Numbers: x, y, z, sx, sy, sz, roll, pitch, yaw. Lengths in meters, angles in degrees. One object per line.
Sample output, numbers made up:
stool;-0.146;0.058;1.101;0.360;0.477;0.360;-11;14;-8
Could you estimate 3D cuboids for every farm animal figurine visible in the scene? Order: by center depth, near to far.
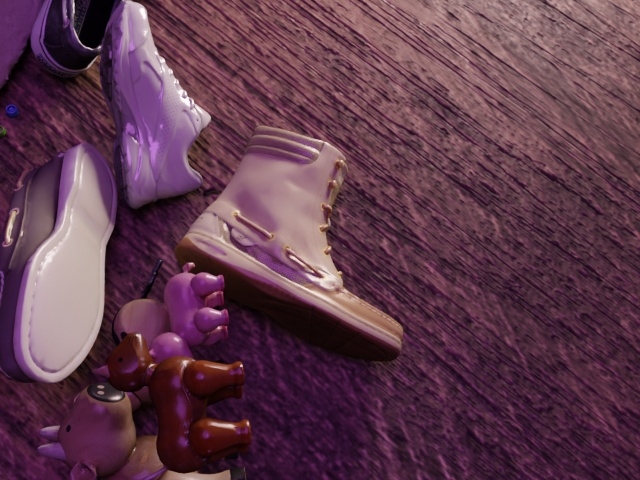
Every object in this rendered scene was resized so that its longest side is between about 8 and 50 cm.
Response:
farm animal figurine;-0.161;0.193;0.791;0.172;0.330;0.326;-5;95;-10

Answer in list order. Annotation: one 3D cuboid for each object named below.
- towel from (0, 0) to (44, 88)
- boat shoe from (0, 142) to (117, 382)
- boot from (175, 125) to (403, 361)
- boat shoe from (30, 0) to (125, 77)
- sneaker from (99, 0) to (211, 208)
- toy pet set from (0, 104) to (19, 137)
towel;-0.395;-0.336;1.029;0.049;0.187;0.282;2;58;34
boat shoe;-0.280;0.023;0.880;0.091;0.109;0.305;-16;43;14
boot;0.000;0.000;0.955;0.262;0.095;0.203;27;60;2
boat shoe;-0.269;-0.350;1.054;0.113;0.105;0.306;30;63;-34
sneaker;-0.187;-0.157;0.992;0.115;0.090;0.232;-9;100;-25
toy pet set;-0.432;-0.139;0.992;0.114;0.065;0.122;21;65;4
